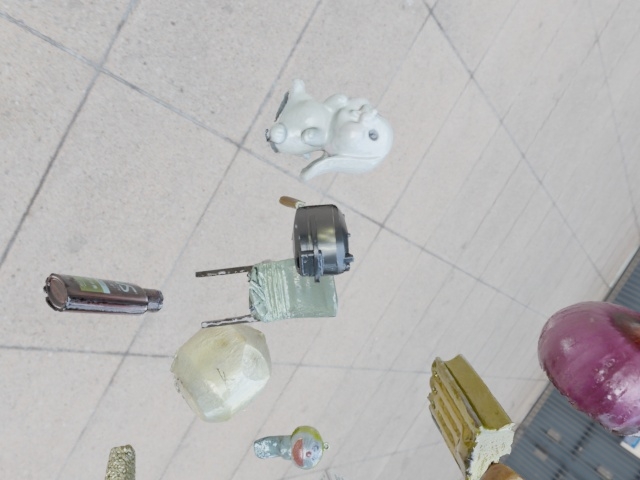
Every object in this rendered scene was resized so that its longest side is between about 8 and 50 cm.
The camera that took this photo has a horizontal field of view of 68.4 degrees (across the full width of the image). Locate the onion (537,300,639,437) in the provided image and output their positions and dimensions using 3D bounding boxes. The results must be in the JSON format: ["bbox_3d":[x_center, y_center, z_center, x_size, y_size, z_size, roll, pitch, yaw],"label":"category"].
[{"bbox_3d":[0.720,0.280,1.145,0.358,0.358,0.345,-4,102,-45],"label":"onion"}]

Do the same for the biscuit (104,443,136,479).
[{"bbox_3d":[-0.555,0.658,1.308,0.070,0.168,0.082,-13,134,-1],"label":"biscuit"}]

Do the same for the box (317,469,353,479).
[{"bbox_3d":[0.021,0.402,0.555,0.073,0.194,0.139,32,97,-24],"label":"box"}]

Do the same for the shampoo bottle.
[{"bbox_3d":[-0.582,0.157,1.307,0.323,0.129,0.084,20,100,-58],"label":"shampoo bottle"}]

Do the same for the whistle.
[{"bbox_3d":[-0.083,0.602,1.364,0.223,0.123,0.123,0,126,-3],"label":"whistle"}]

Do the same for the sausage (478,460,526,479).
[{"bbox_3d":[0.388,0.659,1.103,0.270,0.109,0.109,-56,145,-24],"label":"sausage"}]

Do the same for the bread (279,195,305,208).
[{"bbox_3d":[-0.096,-0.125,1.576,0.047,0.083,0.036,-5,109,-50],"label":"bread"}]

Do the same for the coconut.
[{"bbox_3d":[-0.350,0.472,1.752,0.360,0.346,0.346,-35,138,-28],"label":"coconut"}]

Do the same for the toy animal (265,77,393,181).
[{"bbox_3d":[0.018,-0.248,1.131,0.249,0.289,0.174,-50,157,-20],"label":"toy animal"}]

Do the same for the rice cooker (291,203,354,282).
[{"bbox_3d":[0.000,0.000,0.843,0.106,0.165,0.112,-7,125,-7],"label":"rice cooker"}]

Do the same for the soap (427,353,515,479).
[{"bbox_3d":[0.424,0.521,1.389,0.143,0.281,0.259,-8,122,-12],"label":"soap"}]

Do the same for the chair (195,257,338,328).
[{"bbox_3d":[-0.118,0.119,1.135,0.186,0.319,0.160,45,36,-83],"label":"chair"}]
